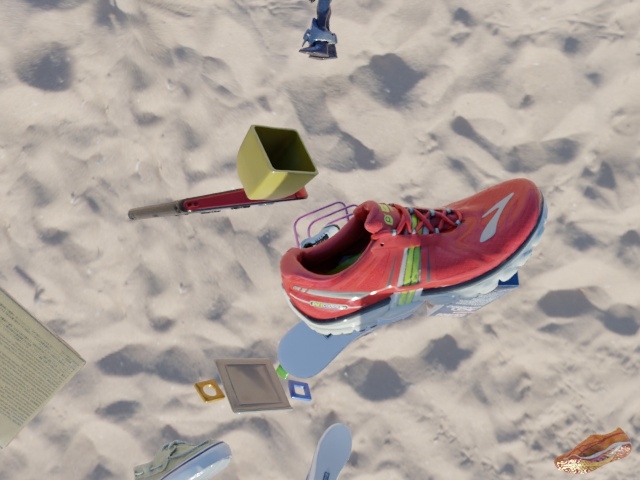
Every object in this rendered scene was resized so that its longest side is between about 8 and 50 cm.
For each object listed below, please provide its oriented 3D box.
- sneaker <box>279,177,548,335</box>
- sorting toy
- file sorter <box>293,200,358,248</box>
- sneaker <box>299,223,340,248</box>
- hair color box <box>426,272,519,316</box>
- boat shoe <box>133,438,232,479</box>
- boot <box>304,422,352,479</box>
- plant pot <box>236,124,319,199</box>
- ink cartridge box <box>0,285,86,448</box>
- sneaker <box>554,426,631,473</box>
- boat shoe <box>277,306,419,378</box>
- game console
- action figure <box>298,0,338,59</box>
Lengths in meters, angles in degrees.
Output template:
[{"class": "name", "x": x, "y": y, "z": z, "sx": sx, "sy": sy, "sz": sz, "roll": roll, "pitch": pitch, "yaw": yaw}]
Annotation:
[{"class": "sneaker", "x": 0.088, "y": 0.003, "z": 0.671, "sx": 0.279, "sy": 0.107, "sz": 0.118, "roll": -25, "pitch": 125, "yaw": 8}, {"class": "sorting toy", "x": -0.189, "y": 0.397, "z": 1.835, "sx": 0.347, "sy": 0.196, "sz": 0.047, "roll": 7, "pitch": 124, "yaw": -37}, {"class": "file sorter", "x": 0.090, "y": 0.016, "z": 1.788, "sx": 0.202, "sy": 0.290, "sz": 0.182, "roll": -25, "pitch": 113, "yaw": -30}, {"class": "sneaker", "x": 0.000, "y": 0.000, "z": 1.589, "sx": 0.109, "sy": 0.044, "sz": 0.040, "roll": -33, "pitch": 103, "yaw": 12}, {"class": "hair color box", "x": 0.330, "y": 0.061, "z": 1.549, "sx": 0.105, "sy": 0.347, "sz": 0.174, "roll": 1, "pitch": 73, "yaw": -6}, {"class": "boat shoe", "x": -0.279, "y": 0.431, "z": 1.288, "sx": 0.109, "sy": 0.094, "sz": 0.302, "roll": -5, "pitch": 153, "yaw": -49}, {"class": "boot", "x": -0.002, "y": 0.444, "z": 1.303, "sx": 0.069, "sy": 0.086, "sz": 0.190, "roll": 31, "pitch": 59, "yaw": -10}, {"class": "plant pot", "x": -0.069, "y": -0.098, "z": 0.928, "sx": 0.081, "sy": 0.081, "sz": 0.083, "roll": -1, "pitch": 146, "yaw": -43}, {"class": "ink cartridge box", "x": -0.537, "y": 0.194, "z": 1.108, "sx": 0.193, "sy": 0.088, "sz": 0.235, "roll": -47, "pitch": 134, "yaw": -18}, {"class": "sneaker", "x": 0.620, "y": 0.483, "z": 1.556, "sx": 0.175, "sy": 0.067, "sz": 0.064, "roll": -23, "pitch": 118, "yaw": 12}, {"class": "boat shoe", "x": 0.062, "y": 0.100, "z": 1.046, "sx": 0.108, "sy": 0.102, "sz": 0.301, "roll": 47, "pitch": 111, "yaw": 2}, {"class": "game console", "x": -0.252, "y": -0.090, "z": 1.669, "sx": 0.342, "sy": 0.386, "sz": 0.060, "roll": -14, "pitch": 96, "yaw": -33}, {"class": "action figure", "x": 0.008, "y": -0.609, "z": 1.719, "sx": 0.099, "sy": 0.185, "sz": 0.285, "roll": 6, "pitch": 95, "yaw": 2}]
